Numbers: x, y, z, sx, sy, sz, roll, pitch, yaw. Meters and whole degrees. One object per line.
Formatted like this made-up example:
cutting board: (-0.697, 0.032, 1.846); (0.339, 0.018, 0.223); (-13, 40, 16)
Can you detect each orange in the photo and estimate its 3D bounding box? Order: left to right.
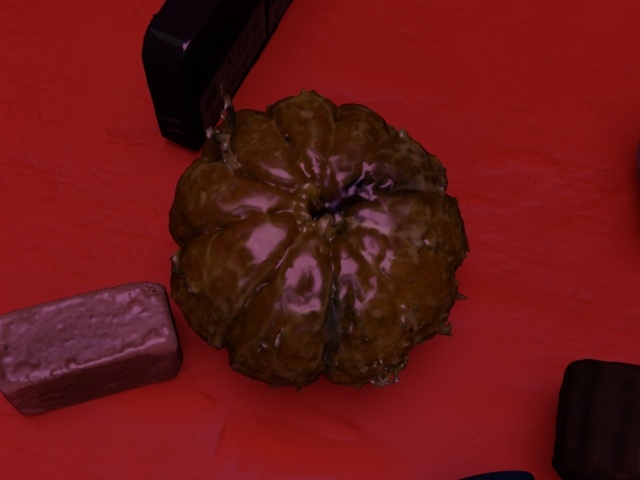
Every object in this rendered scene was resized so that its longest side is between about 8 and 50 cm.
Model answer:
orange: (0.000, 0.000, 0.969); (0.301, 0.223, 0.300); (-1, 78, -5)

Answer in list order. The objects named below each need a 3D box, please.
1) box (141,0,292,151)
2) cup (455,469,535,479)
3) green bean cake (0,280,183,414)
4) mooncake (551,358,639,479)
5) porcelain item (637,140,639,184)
box: (-0.085, -0.285, 1.089); (0.058, 0.211, 0.350); (25, 68, 7)
cup: (0.144, 0.307, 0.897); (0.176, 0.131, 0.155); (-12, 63, 5)
green bean cake: (-0.232, 0.107, 0.973); (0.179, 0.109, 0.085); (-15, 67, -8)
mooncake: (0.330, 0.194, 0.897); (0.228, 0.228, 0.124); (16, 76, 5)
porcelain item: (0.559, -0.091, 1.010); (0.405, 0.243, 0.178); (3, 42, -2)
